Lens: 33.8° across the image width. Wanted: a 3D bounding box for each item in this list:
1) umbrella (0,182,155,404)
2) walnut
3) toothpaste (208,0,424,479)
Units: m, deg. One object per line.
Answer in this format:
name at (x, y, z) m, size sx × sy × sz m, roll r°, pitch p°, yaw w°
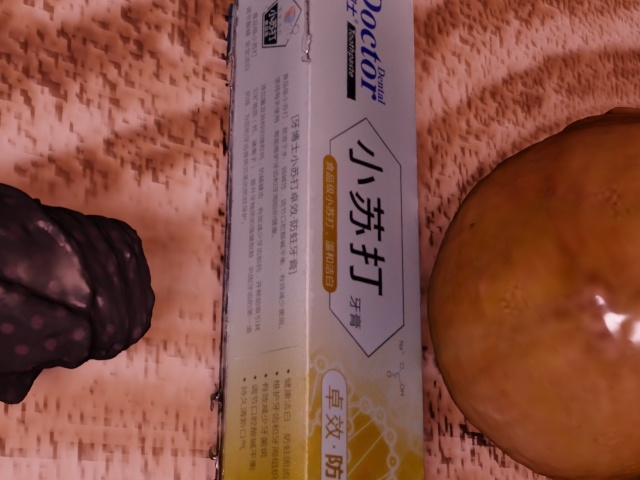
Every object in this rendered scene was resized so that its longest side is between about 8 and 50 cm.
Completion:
umbrella at (-0.207, 0.011, 0.355) m, size 0.326 × 0.094 × 0.090 m, roll 6°, pitch 117°, yaw -39°
walnut at (0.161, 0.026, 0.572) m, size 0.298 × 0.203 × 0.203 m, roll -17°, pitch 87°, yaw -80°
toothpaste at (0.000, 0.000, 0.539) m, size 0.089 × 0.071 × 0.313 m, roll 15°, pitch 67°, yaw -39°
